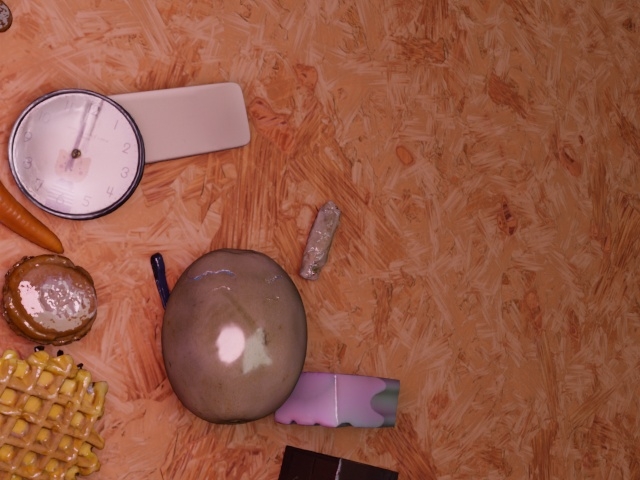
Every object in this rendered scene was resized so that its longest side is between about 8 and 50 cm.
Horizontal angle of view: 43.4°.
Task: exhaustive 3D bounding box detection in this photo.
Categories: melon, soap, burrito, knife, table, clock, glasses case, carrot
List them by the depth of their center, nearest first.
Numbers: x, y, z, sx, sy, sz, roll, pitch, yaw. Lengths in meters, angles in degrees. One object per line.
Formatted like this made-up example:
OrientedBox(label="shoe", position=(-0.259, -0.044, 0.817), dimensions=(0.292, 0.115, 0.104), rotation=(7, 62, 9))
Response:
OrientedBox(label="carrot", position=(-0.526, -0.065, 1.321), dimensions=(0.062, 0.066, 0.271), rotation=(-28, 114, 9))
OrientedBox(label="clock", position=(-0.410, -0.145, 1.360), dimensions=(0.225, 0.049, 0.226), rotation=(-1, 95, -13))
OrientedBox(label="melon", position=(-0.156, 0.167, 1.470), dimensions=(0.268, 0.268, 0.330), rotation=(14, 61, -37))
OrientedBox(label="knife", position=(-0.296, 0.082, 1.508), dimensions=(0.018, 0.031, 0.121), rotation=(-22, 102, -39))
OrientedBox(label="glasses case", position=(-0.282, -0.217, 1.510), dimensions=(0.312, 0.070, 0.131), rotation=(-16, 98, -38))
OrientedBox(label="table", position=(0.017, 0.523, 1.633), dimensions=(0.172, 0.193, 0.169), rotation=(24, 73, -35))
OrientedBox(label="soap", position=(0.059, 0.334, 1.679), dimensions=(0.324, 0.192, 0.109), rotation=(27, 64, -63))
OrientedBox(label="burrito", position=(0.001, 0.000, 1.742), dimensions=(0.058, 0.045, 0.188), rotation=(33, 66, -40))

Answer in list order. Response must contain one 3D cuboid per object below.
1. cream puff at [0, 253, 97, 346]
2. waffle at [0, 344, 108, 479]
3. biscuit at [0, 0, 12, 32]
OrientedBox(label="cream puff", position=(-0.449, 0.099, 1.330), dimensions=(0.150, 0.115, 0.165), rotation=(-38, 102, -35))
OrientedBox(label="waffle", position=(-0.490, 0.318, 1.282), dimensions=(0.329, 0.062, 0.330), rotation=(-13, 111, -36))
OrientedBox(label="biscuit", position=(-0.614, -0.389, 1.274), dimensions=(0.236, 0.039, 0.180), rotation=(-9, 96, -38))
